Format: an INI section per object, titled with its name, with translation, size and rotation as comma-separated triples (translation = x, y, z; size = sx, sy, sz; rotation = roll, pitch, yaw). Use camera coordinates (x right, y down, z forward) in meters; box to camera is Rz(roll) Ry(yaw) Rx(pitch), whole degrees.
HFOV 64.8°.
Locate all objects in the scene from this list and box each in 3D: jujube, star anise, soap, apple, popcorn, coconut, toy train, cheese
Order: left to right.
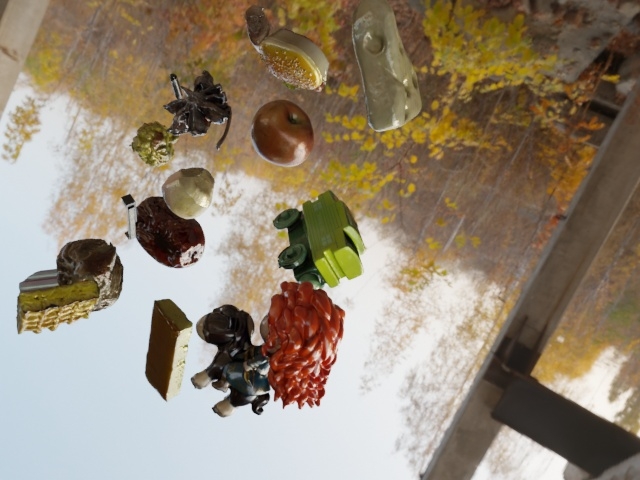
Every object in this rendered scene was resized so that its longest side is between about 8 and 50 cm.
[soap]
translation = -1.019, 0.189, 1.928
size = 0.230, 0.145, 0.091
rotation = -7, 155, -21
[popcorn]
translation = -0.784, -0.458, 2.390
size = 0.169, 0.189, 0.218
rotation = 12, 152, 19
[jujube]
translation = -0.723, -0.037, 2.401
size = 0.377, 0.276, 0.276
rotation = 41, -168, 24
[coconut]
translation = -0.478, -0.168, 1.816
size = 0.194, 0.195, 0.194
rotation = 26, -174, -3
[star anise]
translation = -0.443, -0.471, 1.874
size = 0.315, 0.360, 0.139
rotation = -2, 154, 27
[apple]
translation = -0.140, -0.410, 1.921
size = 0.253, 0.254, 0.253
rotation = 26, -174, -3
[toy train]
translation = 0.000, 0.000, 1.688
size = 0.179, 0.272, 0.442
rotation = 59, -170, -33
[cheese]
translation = 0.199, -0.499, 1.453
size = 0.129, 0.351, 0.328
rotation = -7, -170, 24

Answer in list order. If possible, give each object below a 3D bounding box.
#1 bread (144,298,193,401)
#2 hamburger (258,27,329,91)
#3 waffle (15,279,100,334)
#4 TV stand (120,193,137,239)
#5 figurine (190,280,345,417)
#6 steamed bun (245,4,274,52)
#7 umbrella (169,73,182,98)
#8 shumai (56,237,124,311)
[bread]
translation = -0.483, 0.347, 1.594
size = 0.077, 0.362, 0.138
rotation = -22, -127, -43
[hamburger]
translation = -0.072, -0.497, 1.406
size = 0.210, 0.116, 0.173
rotation = 33, 179, 27
[waffle]
translation = -0.606, 0.160, 1.159
size = 0.160, 0.211, 0.055
rotation = -12, -109, -37
[TV stand]
translation = -0.784, -0.092, 2.068
size = 0.040, 0.256, 0.049
rotation = -28, -110, -31
[figurine]
translation = -0.133, 0.269, 1.249
size = 0.411, 0.306, 0.241
rotation = -14, 163, 18
[steamed bun]
translation = -0.245, -0.876, 2.099
size = 0.106, 0.175, 0.145
rotation = -14, 180, 6
[umbrella]
translation = -0.576, -0.617, 2.014
size = 0.031, 0.036, 0.133
rotation = -15, 161, -9
[shumai]
translation = -0.596, 0.073, 1.305
size = 0.206, 0.166, 0.175
rotation = 65, 154, 10
